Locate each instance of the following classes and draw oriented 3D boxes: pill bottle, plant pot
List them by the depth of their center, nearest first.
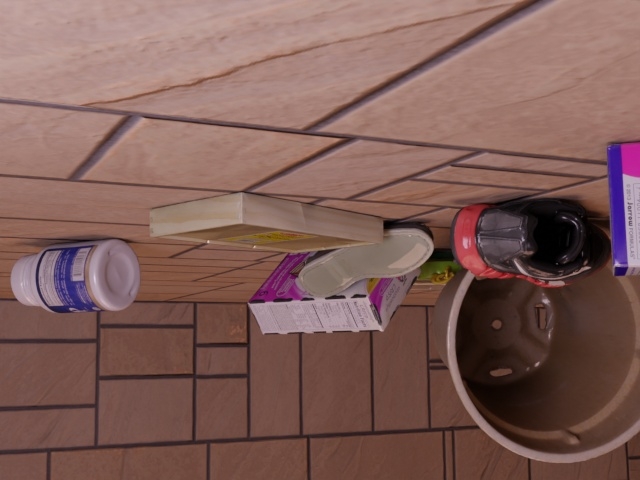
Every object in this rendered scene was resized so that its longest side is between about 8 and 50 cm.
[{"bbox_3d":[0.316,0.141,1.382,0.334,0.334,0.305,0,179,-7],"label":"plant pot"},{"bbox_3d":[-0.388,0.058,1.415,0.186,0.112,0.112,-4,172,28],"label":"pill bottle"}]

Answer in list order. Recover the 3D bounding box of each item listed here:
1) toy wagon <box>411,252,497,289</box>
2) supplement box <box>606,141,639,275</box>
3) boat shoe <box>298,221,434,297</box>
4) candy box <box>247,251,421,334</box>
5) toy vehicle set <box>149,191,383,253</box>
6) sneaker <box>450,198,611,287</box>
[{"bbox_3d":[0.205,0.064,1.697,0.267,0.068,0.344,0,172,-7],"label":"toy wagon"},{"bbox_3d":[0.372,-0.030,0.801,0.220,0.111,0.114,-3,173,18],"label":"supplement box"},{"bbox_3d":[0.068,0.015,1.300,0.228,0.081,0.069,-20,-154,35],"label":"boat shoe"},{"bbox_3d":[0.022,0.074,1.432,0.233,0.071,0.159,-5,-149,34],"label":"candy box"},{"bbox_3d":[-0.063,-0.017,1.154,0.166,0.035,0.267,-7,170,40],"label":"toy vehicle set"},{"bbox_3d":[0.294,0.006,1.120,0.276,0.098,0.135,7,172,-39],"label":"sneaker"}]
